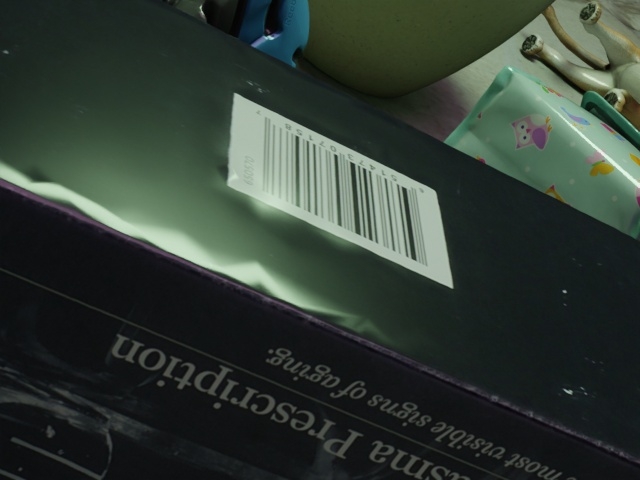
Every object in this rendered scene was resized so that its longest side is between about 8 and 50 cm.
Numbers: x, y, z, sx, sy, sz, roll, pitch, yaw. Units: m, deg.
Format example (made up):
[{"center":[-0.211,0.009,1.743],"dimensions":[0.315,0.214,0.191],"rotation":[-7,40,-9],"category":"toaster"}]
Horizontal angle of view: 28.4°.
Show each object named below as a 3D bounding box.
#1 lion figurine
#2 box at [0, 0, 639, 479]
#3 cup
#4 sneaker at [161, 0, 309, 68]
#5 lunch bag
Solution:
[{"center":[0.439,-0.192,1.673],"dimensions":[0.240,0.142,0.392],"rotation":[25,25,-32],"category":"lion figurine"},{"center":[-0.063,0.096,0.546],"dimensions":[0.343,0.312,0.179],"rotation":[24,31,-17],"category":"box"},{"center":[0.082,-0.295,1.354],"dimensions":[0.331,0.237,0.331],"rotation":[25,31,-17],"category":"cup"},{"center":[-0.167,-0.095,0.868],"dimensions":[0.341,0.125,0.140],"rotation":[-34,43,-30],"category":"sneaker"},{"center":[0.269,-0.040,1.253],"dimensions":[0.223,0.160,0.262],"rotation":[48,20,29],"category":"lunch bag"}]
